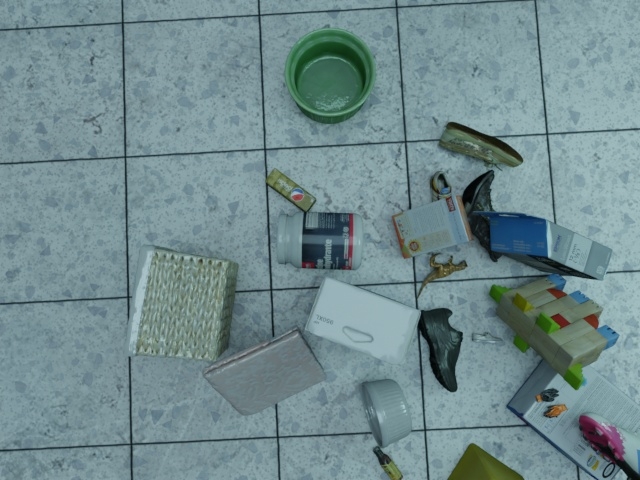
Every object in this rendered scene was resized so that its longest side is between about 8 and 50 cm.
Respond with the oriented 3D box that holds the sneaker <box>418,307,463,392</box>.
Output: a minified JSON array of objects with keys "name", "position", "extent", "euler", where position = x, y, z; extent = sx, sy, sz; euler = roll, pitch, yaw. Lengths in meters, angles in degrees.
[{"name":"sneaker","position":[0.422,0.360,1.615],"extent":[0.130,0.109,0.286],"euler":[-14,87,-6]}]

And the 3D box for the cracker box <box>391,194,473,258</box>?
[{"name":"cracker box","position":[0.369,-0.042,1.609],"extent":[0.232,0.067,0.155],"euler":[-18,85,33]}]

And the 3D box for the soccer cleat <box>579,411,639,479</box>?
[{"name":"soccer cleat","position":[0.915,0.613,1.445],"extent":[0.143,0.116,0.331],"euler":[-42,88,-18]}]

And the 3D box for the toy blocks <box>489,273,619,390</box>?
[{"name":"toy blocks","position":[0.764,0.253,1.536],"extent":[0.261,0.190,0.381],"euler":[-16,41,-20]}]

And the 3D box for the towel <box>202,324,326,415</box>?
[{"name":"towel","position":[-0.165,0.420,1.530],"extent":[0.317,0.331,0.053],"euler":[-25,47,-3]}]

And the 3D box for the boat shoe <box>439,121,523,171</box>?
[{"name":"boat shoe","position":[0.555,-0.316,1.676],"extent":[0.285,0.104,0.089],"euler":[27,124,8]}]

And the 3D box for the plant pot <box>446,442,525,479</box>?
[{"name":"plant pot","position":[0.536,0.817,1.532],"extent":[0.212,0.187,0.212],"euler":[34,87,3]}]

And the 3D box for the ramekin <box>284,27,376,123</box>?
[{"name":"ramekin","position":[0.033,-0.551,1.668],"extent":[0.304,0.148,0.303],"euler":[0,86,1]}]

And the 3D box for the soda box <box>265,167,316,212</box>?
[{"name":"soda box","position":[-0.103,-0.172,1.685],"extent":[0.181,0.058,0.061],"euler":[37,87,4]}]

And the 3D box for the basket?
[{"name":"basket","position":[-0.420,0.193,1.532],"extent":[0.267,0.328,0.331],"euler":[6,85,-3]}]

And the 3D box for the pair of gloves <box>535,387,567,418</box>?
[{"name":"pair of gloves","position":[0.711,0.502,1.496],"extent":[0.074,0.010,0.083],"euler":[-24,83,1]}]

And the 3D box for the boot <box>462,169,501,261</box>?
[{"name":"boot","position":[0.586,-0.085,1.662],"extent":[0.229,0.091,0.263],"euler":[37,77,-8]}]

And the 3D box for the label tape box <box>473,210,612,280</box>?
[{"name":"label tape box","position":[0.671,0.013,1.510],"extent":[0.348,0.249,0.115],"euler":[18,88,-20]}]

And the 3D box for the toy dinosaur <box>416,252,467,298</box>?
[{"name":"toy dinosaur","position":[0.403,0.106,1.653],"extent":[0.212,0.064,0.112],"euler":[-26,87,-1]}]

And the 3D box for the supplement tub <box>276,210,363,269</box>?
[{"name":"supplement tub","position":[0.000,0.000,1.603],"extent":[0.272,0.191,0.191],"euler":[2,85,1]}]

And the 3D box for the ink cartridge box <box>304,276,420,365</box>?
[{"name":"ink cartridge box","position":[0.117,0.230,1.481],"extent":[0.286,0.395,0.166],"euler":[19,86,2]}]

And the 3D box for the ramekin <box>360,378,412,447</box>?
[{"name":"ramekin","position":[0.212,0.544,1.555],"extent":[0.109,0.207,0.207],"euler":[-14,85,-9]}]

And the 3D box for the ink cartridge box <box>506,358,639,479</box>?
[{"name":"ink cartridge box","position":[0.857,0.578,1.564],"extent":[0.395,0.151,0.270],"euler":[39,88,5]}]

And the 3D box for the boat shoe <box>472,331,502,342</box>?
[{"name":"boat shoe","position":[0.567,0.329,1.648],"extent":[0.100,0.035,0.035],"euler":[3,88,8]}]

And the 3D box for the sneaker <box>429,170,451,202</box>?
[{"name":"sneaker","position":[0.418,-0.146,1.662],"extent":[0.070,0.084,0.185],"euler":[-14,85,0]}]

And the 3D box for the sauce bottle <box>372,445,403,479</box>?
[{"name":"sauce bottle","position":[0.222,0.745,1.616],"extent":[0.042,0.042,0.128],"euler":[-38,84,-2]}]
